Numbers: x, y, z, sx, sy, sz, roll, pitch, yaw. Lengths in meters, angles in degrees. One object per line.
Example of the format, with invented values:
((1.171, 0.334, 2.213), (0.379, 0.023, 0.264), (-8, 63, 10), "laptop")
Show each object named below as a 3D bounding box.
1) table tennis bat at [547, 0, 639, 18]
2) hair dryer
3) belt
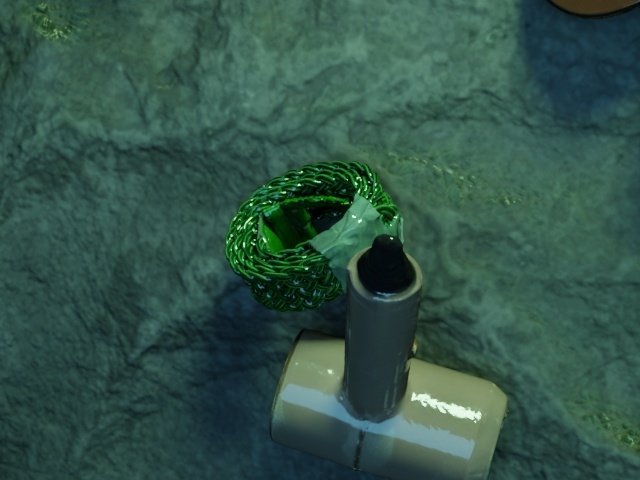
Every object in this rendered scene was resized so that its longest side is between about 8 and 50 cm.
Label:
((0.261, -0.257, 0.879), (0.220, 0.019, 0.130), (-34, 61, 18), "table tennis bat")
((0.058, 0.092, 0.870), (0.189, 0.344, 0.107), (16, 63, 10), "hair dryer")
((0.000, 0.000, 0.960), (0.151, 0.121, 0.079), (-24, 132, 15), "belt")
